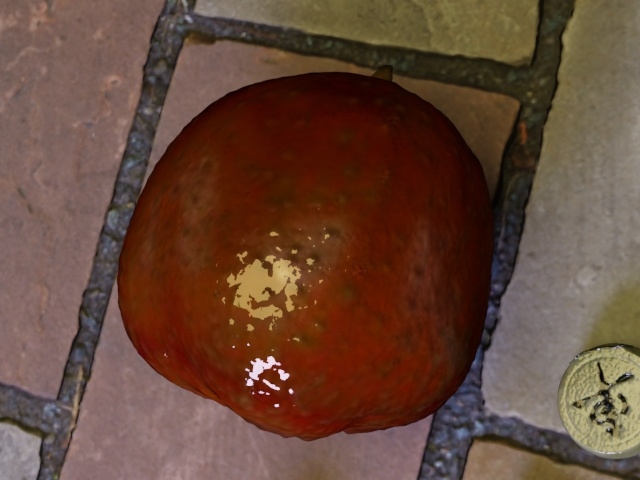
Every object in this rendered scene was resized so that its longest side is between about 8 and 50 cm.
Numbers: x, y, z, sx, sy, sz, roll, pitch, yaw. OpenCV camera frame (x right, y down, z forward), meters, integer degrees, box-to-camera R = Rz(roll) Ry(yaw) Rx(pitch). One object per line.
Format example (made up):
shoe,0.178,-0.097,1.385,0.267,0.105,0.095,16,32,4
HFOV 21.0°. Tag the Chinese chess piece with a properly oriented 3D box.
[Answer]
Chinese chess piece,0.212,0.116,1.246,0.084,0.034,0.084,-4,81,24

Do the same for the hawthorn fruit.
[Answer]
hawthorn fruit,0.000,0.000,1.242,0.275,0.275,0.300,12,71,25
